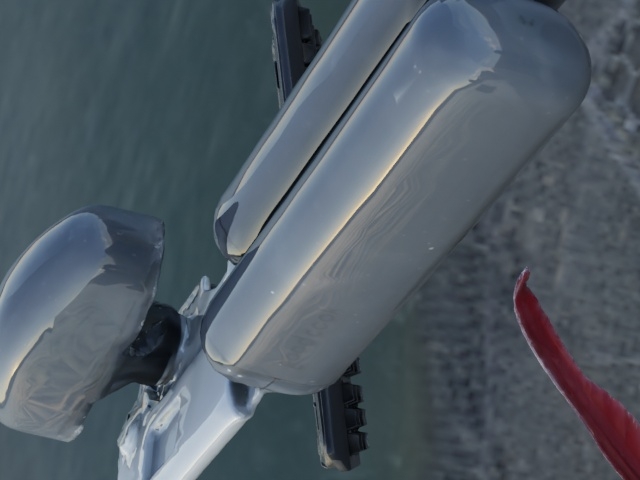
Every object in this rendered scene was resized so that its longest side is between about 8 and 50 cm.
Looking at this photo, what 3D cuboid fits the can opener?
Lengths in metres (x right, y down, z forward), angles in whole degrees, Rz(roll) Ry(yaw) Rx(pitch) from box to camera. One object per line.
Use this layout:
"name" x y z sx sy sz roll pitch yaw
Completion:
"can opener" -0.029 0.001 0.517 0.283 0.095 0.076 127 152 -50

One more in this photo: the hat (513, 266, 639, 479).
"hat" 0.140 0.163 0.756 0.173 0.183 0.208 -52 42 16

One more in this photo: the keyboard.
"keyboard" 0.000 0.000 0.705 0.108 0.023 0.180 102 163 -84
